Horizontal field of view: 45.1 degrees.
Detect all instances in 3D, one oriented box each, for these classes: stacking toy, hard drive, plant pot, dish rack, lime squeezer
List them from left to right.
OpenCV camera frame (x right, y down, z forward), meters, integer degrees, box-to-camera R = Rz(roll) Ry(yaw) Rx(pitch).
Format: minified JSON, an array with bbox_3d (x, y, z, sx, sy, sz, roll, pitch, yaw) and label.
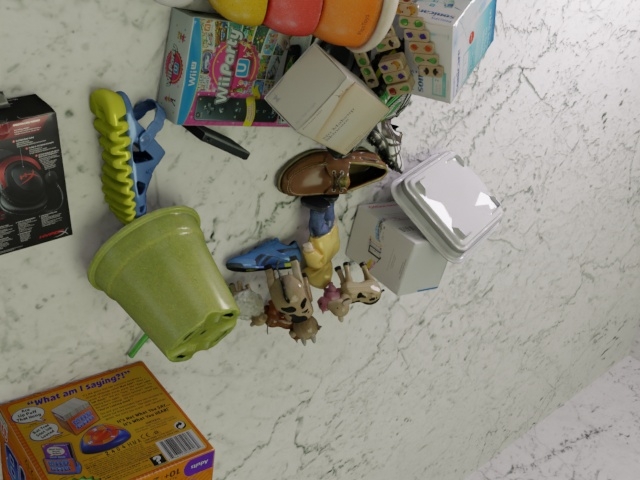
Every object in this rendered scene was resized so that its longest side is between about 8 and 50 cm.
[{"bbox_3d":[-0.311,0.110,1.650,0.276,0.254,0.276,-34,161,-13],"label":"plant pot"},{"bbox_3d":[-0.349,0.170,1.890,0.310,0.059,0.110,-34,165,-23],"label":"lime squeezer"},{"bbox_3d":[-0.229,-0.222,1.687,0.135,0.094,0.022,21,102,-48],"label":"hard drive"},{"bbox_3d":[-0.110,-0.529,1.483,0.480,0.350,0.351,-9,124,-19],"label":"stacking toy"},{"bbox_3d":[0.367,-0.112,2.122,0.333,0.285,0.072,-34,172,-48],"label":"dish rack"}]

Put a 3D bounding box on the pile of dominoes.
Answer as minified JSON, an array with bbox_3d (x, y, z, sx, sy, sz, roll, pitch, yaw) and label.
[{"bbox_3d":[0.151,-0.444,1.737,0.251,0.196,0.040,60,38,-34],"label":"pile of dominoes"}]

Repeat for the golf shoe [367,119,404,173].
[{"bbox_3d":[0.194,-0.256,2.061,0.094,0.077,0.198,-48,139,-7],"label":"golf shoe"}]

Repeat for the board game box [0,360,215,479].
[{"bbox_3d":[-0.498,0.563,1.779,0.356,0.356,0.356,-14,126,-36],"label":"board game box"}]

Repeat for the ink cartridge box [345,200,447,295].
[{"bbox_3d":[0.219,0.016,2.151,0.171,0.232,0.168,-7,124,-39],"label":"ink cartridge box"}]

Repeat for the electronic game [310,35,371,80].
[{"bbox_3d":[0.028,-0.433,1.810,0.229,0.048,0.229,-17,120,-33],"label":"electronic game"}]

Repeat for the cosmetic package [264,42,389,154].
[{"bbox_3d":[0.023,-0.300,1.691,0.160,0.113,0.309,-45,164,14],"label":"cosmetic package"}]

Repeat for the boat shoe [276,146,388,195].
[{"bbox_3d":[0.037,-0.172,1.953,0.307,0.104,0.111,-20,129,-31],"label":"boat shoe"}]

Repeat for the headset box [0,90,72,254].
[{"bbox_3d":[-0.592,-0.127,1.411,0.218,0.110,0.293,-20,129,-32],"label":"headset box"}]

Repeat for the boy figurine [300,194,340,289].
[{"bbox_3d":[0.000,0.000,2.047,0.177,0.092,0.285,-50,151,-47],"label":"boy figurine"}]

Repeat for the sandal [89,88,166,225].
[{"bbox_3d":[-0.376,-0.164,1.579,0.138,0.126,0.317,-22,131,-35],"label":"sandal"}]

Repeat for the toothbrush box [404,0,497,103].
[{"bbox_3d":[0.316,-0.508,1.850,0.295,0.126,0.216,-53,151,-34],"label":"toothbrush box"}]

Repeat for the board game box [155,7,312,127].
[{"bbox_3d":[-0.182,-0.359,1.638,0.303,0.097,0.224,-5,119,-40],"label":"board game box"}]

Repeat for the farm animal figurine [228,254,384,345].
[{"bbox_3d":[-0.029,0.165,1.964,0.330,0.172,0.327,-28,146,19],"label":"farm animal figurine"}]

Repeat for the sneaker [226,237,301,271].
[{"bbox_3d":[-0.148,0.037,1.973,0.209,0.069,0.082,-4,84,-29],"label":"sneaker"}]

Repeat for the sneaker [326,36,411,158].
[{"bbox_3d":[0.147,-0.332,1.924,0.343,0.134,0.146,-49,139,-6],"label":"sneaker"}]
